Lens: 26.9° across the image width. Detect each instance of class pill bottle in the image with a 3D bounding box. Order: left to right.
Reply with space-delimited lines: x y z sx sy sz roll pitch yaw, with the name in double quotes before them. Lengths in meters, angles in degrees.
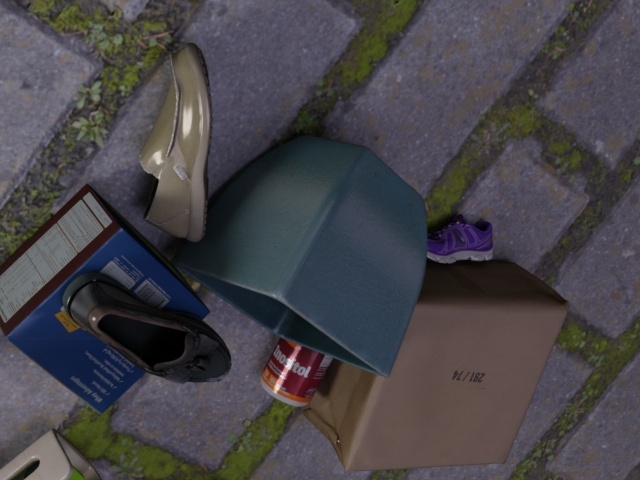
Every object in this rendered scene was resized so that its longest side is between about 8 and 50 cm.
"pill bottle" -0.023 0.165 2.004 0.086 0.086 0.152 16 107 -36

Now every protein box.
"protein box" -0.297 0.079 1.762 0.201 0.136 0.200 -43 130 -1

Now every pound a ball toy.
"pound a ball toy" -0.441 0.434 1.890 0.319 0.136 0.208 -39 132 -4

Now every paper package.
"paper package" 0.175 0.191 2.083 0.325 0.168 0.309 3 115 -32

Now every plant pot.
"plant pot" 0.000 0.000 1.831 0.247 0.248 0.252 38 75 -39

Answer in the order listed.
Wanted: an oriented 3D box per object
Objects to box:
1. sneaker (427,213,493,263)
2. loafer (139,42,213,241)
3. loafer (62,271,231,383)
"sneaker" 0.196 -0.005 2.059 0.170 0.068 0.071 -4 104 -38
"loafer" -0.188 -0.122 1.731 0.092 0.102 0.268 0 112 -7
"loafer" -0.210 0.131 1.700 0.267 0.084 0.096 32 97 -39
